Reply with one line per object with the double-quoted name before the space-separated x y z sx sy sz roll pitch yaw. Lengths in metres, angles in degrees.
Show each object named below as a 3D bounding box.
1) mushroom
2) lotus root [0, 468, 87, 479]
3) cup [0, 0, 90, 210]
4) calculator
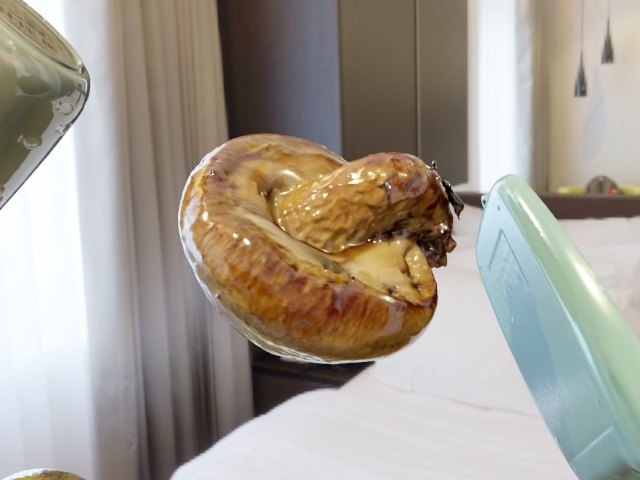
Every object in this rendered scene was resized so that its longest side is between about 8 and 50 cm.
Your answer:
"mushroom" 0.006 0.007 0.735 0.283 0.195 0.263 -11 49 -10
"lotus root" -0.145 0.173 0.373 0.089 0.179 0.080 17 42 -7
"cup" -0.463 -0.196 0.957 0.274 0.259 0.356 -44 15 9
"calculator" 0.260 0.105 0.783 0.055 0.386 0.256 -17 -28 -5
